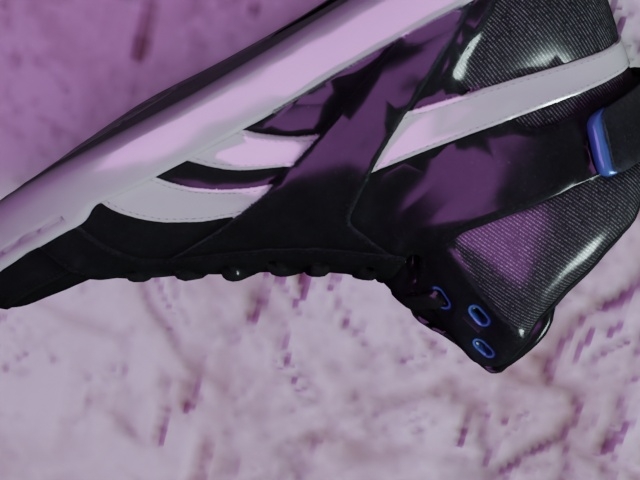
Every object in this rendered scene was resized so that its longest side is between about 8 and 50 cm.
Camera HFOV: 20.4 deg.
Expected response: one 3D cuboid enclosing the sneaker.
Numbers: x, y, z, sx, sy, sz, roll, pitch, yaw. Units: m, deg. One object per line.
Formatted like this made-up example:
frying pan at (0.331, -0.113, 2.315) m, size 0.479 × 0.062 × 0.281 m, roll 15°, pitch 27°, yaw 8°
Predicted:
sneaker at (0.000, 0.000, 0.528) m, size 0.217 × 0.079 × 0.121 m, roll -28°, pitch 100°, yaw 18°
